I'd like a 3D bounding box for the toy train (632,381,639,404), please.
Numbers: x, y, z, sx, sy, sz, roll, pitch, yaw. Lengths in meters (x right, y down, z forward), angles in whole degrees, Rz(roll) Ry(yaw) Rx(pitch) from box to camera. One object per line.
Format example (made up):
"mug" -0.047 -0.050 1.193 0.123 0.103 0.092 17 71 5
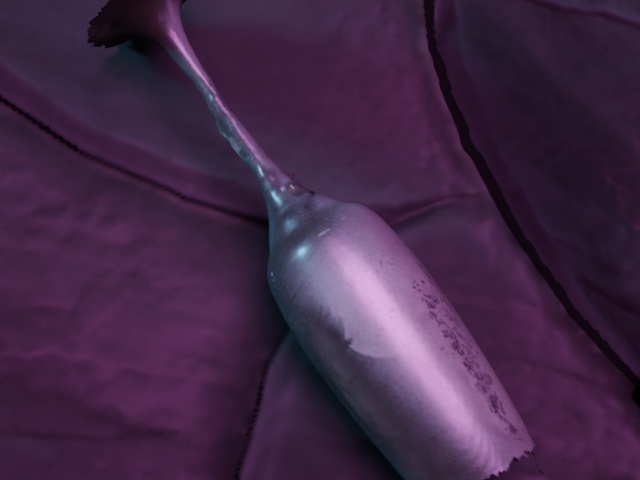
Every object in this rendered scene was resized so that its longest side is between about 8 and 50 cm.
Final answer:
"toy train" 0.197 0.067 0.698 0.122 0.050 0.081 -30 75 -25

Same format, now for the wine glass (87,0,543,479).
"wine glass" 0.000 0.000 0.656 0.074 0.074 0.262 -31 82 -26
